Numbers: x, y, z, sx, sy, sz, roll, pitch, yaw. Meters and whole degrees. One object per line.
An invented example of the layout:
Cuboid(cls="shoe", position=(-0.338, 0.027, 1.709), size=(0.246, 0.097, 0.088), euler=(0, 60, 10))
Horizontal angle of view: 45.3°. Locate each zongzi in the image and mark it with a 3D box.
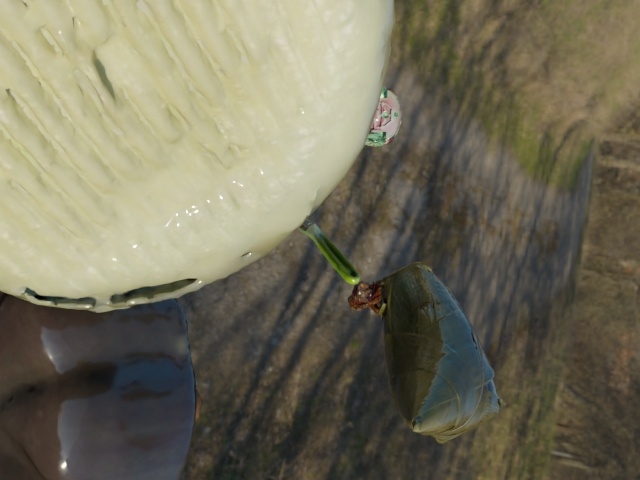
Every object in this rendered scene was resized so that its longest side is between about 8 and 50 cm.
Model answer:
Cuboid(cls="zongzi", position=(0.140, 0.149, 1.117), size=(0.300, 0.145, 0.274), euler=(24, 40, -62))

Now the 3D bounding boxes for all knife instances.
Cuboid(cls="knife", position=(0.000, 0.000, 0.963), size=(0.022, 0.184, 0.026), euler=(-21, 132, -18))

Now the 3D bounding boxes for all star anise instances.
Cuboid(cls="star anise", position=(0.112, 0.108, 1.505), size=(0.191, 0.097, 0.070), euler=(111, -20, -72))

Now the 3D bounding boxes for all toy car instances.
Cuboid(cls="toy car", position=(0.028, -0.142, 0.896), size=(0.055, 0.142, 0.069), euler=(21, 71, -71))

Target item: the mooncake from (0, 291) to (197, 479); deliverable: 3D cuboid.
Cuboid(cls="mooncake", position=(-0.244, 0.151, 0.666), size=(0.154, 0.305, 0.306), euler=(5, 92, -55))

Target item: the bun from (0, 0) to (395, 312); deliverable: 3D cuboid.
Cuboid(cls="bun", position=(-0.130, -0.127, 0.502), size=(0.360, 0.359, 0.211), euler=(67, 0, -49))

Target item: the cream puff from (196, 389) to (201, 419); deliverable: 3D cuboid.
Cuboid(cls="cream puff", position=(-0.191, 0.178, 0.893), size=(0.122, 0.116, 0.094), euler=(19, 119, -36))
